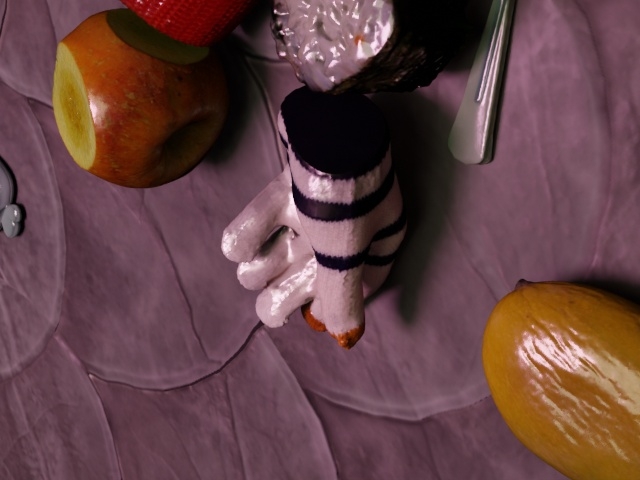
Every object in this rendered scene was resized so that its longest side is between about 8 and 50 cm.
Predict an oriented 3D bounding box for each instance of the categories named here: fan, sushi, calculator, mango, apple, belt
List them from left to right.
[{"bbox_3d":[-0.393,-0.062,1.193,0.153,0.021,0.095,45,125,24],"label":"calculator"},{"bbox_3d":[-0.167,-0.125,0.906,0.147,0.163,0.146,41,127,17],"label":"apple"},{"bbox_3d":[-0.133,-0.257,0.859,0.201,0.128,0.124,45,128,-3],"label":"belt"},{"bbox_3d":[0.026,-0.217,0.756,0.124,0.127,0.225,-28,76,40],"label":"sushi"},{"bbox_3d":[0.127,-0.148,0.766,0.038,0.016,0.193,25,116,33],"label":"fan"},{"bbox_3d":[0.218,0.117,0.720,0.237,0.091,0.137,29,123,23],"label":"mango"}]

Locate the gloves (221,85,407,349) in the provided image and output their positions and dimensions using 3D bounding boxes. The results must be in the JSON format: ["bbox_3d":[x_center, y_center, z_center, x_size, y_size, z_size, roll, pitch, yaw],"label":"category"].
[{"bbox_3d":[0.007,-0.011,0.844,0.140,0.131,0.218,32,150,26],"label":"gloves"}]
